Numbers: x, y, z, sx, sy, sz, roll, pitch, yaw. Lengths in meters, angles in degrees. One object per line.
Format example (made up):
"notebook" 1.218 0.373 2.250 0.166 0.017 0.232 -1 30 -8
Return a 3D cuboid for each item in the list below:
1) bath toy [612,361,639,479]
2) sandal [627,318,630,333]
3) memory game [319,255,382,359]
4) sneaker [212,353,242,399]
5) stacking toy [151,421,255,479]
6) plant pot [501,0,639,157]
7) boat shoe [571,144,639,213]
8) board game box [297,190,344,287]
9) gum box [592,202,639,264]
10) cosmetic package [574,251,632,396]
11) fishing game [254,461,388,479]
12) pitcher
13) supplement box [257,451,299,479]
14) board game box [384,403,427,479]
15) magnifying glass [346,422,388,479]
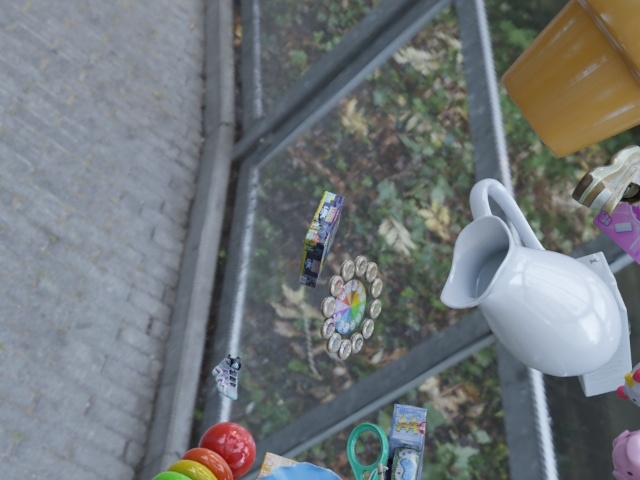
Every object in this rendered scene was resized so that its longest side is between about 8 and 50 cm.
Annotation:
"bath toy" 0.420 0.295 1.112 0.151 0.129 0.348 34 54 -33
"sandal" 0.430 0.152 1.700 0.120 0.303 0.086 -20 119 -46
"memory game" 0.057 0.117 1.575 0.186 0.012 0.186 -21 117 -49
"sneaker" -0.165 0.247 1.672 0.038 0.069 0.098 29 12 -37
"stacking toy" -0.196 0.378 1.288 0.141 0.141 0.330 51 38 0
"plant pot" 0.335 -0.206 1.100 0.205 0.188 0.205 44 23 -24
"boat shoe" 0.423 -0.077 1.259 0.072 0.068 0.190 40 44 21
"board game box" 0.000 0.000 1.963 0.048 0.170 0.141 20 55 6
"gum box" 0.535 -0.060 1.433 0.062 0.188 0.107 -12 52 -46
"cosmetic package" 0.428 0.136 1.405 0.231 0.086 0.117 62 15 -46
"fishing game" -0.030 0.394 1.197 0.264 0.041 0.189 -1 90 -13
"pitcher" 0.230 0.041 0.970 0.207 0.125 0.177 33 52 -28
"supplement box" -0.041 0.352 1.295 0.099 0.036 0.062 15 62 10
"board game box" 0.142 0.388 1.540 0.060 0.194 0.194 7 34 10
"magnifying glass" 0.094 0.487 1.820 0.026 0.092 0.230 23 62 -51
